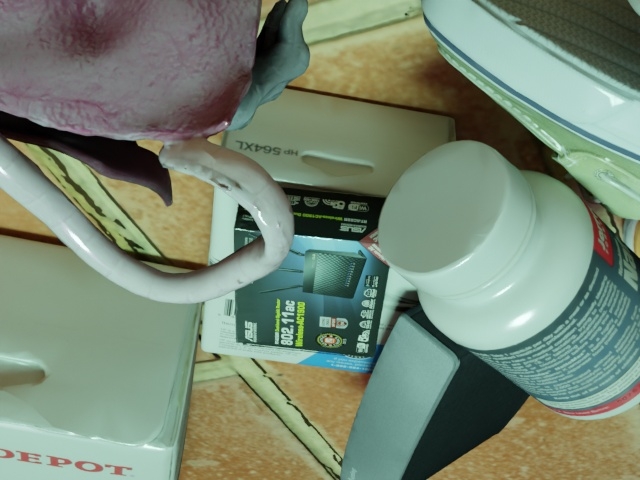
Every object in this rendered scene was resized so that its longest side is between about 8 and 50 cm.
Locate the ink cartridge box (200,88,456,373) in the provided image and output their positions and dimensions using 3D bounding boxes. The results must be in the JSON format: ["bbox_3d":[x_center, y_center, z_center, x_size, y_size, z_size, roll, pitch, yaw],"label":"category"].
[{"bbox_3d":[0.000,0.000,0.698,0.148,0.086,0.203,9,141,-4],"label":"ink cartridge box"}]

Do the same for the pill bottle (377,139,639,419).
[{"bbox_3d":[0.118,0.023,0.577,0.108,0.108,0.180,-23,139,32],"label":"pill bottle"}]

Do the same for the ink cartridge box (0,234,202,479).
[{"bbox_3d":[-0.262,0.172,0.890,0.286,0.166,0.395,10,143,-5],"label":"ink cartridge box"}]

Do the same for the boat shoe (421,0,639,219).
[{"bbox_3d":[0.180,-0.050,0.548,0.302,0.109,0.094,29,131,-1],"label":"boat shoe"}]

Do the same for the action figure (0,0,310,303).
[{"bbox_3d":[-0.211,-0.115,0.457,0.370,0.275,0.248,14,150,-31],"label":"action figure"}]

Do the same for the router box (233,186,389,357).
[{"bbox_3d":[-0.005,0.021,0.624,0.092,0.038,0.122,6,141,2],"label":"router box"}]

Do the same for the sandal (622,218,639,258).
[{"bbox_3d":[0.284,-0.031,0.624,0.102,0.076,0.265,19,140,-14],"label":"sandal"}]

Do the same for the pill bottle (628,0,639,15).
[{"bbox_3d":[0.293,-0.098,0.452,0.283,0.161,0.161,28,137,-17],"label":"pill bottle"}]

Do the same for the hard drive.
[{"bbox_3d":[0.106,0.107,0.770,0.172,0.054,0.254,-26,151,-26],"label":"hard drive"}]
